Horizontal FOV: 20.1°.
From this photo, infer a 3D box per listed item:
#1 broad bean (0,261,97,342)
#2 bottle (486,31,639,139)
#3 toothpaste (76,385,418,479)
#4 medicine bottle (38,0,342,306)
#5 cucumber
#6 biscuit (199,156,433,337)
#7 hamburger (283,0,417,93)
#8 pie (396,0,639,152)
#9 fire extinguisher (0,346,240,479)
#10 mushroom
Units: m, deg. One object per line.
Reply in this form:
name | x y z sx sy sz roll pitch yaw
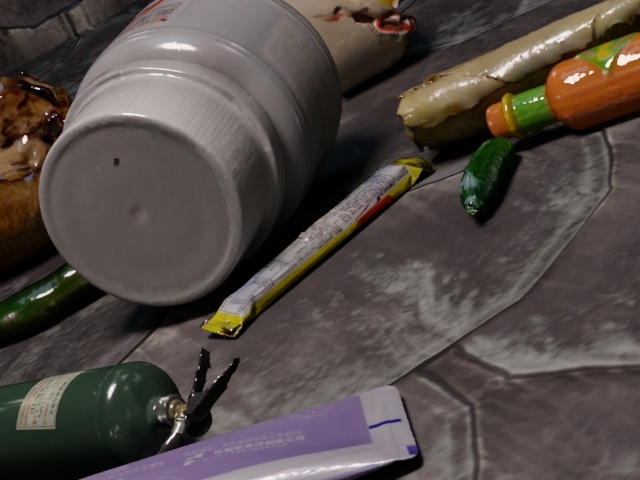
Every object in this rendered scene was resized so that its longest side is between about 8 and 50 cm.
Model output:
broad bean | -0.287 0.048 1.908 0.292 0.049 0.144 -25 17 8
bottle | 0.238 -0.135 1.634 0.187 0.069 0.069 -20 19 25
toothpaste | -0.114 0.184 1.252 0.371 0.080 0.125 -22 18 1
medicine bottle | -0.125 -0.095 1.755 0.245 0.245 0.306 -19 21 24
cucumber | 0.144 -0.056 1.603 0.037 0.037 0.155 -19 19 25
biscuit | 0.000 0.000 1.668 0.048 0.026 0.292 1 33 49
hamburger | -0.007 -0.291 2.182 0.151 0.227 0.295 -51 21 3
pie | 0.208 -0.160 1.716 0.282 0.068 0.128 -26 -20 18
fire extinguisher | -0.182 0.149 1.419 0.294 0.093 0.118 -12 49 37
mushroom | -0.394 -0.069 2.148 0.283 0.195 0.263 -40 23 15
